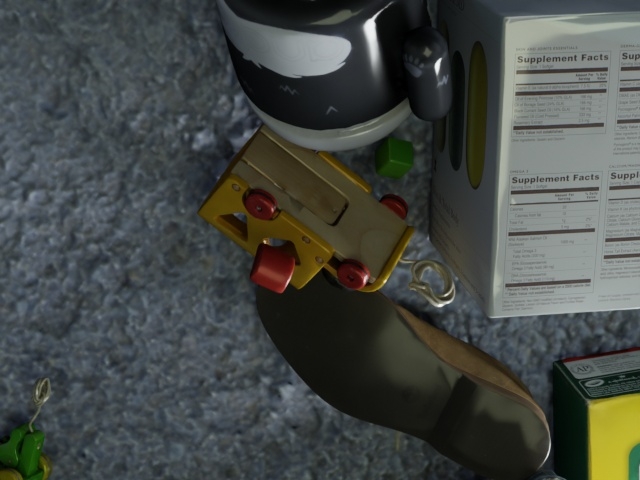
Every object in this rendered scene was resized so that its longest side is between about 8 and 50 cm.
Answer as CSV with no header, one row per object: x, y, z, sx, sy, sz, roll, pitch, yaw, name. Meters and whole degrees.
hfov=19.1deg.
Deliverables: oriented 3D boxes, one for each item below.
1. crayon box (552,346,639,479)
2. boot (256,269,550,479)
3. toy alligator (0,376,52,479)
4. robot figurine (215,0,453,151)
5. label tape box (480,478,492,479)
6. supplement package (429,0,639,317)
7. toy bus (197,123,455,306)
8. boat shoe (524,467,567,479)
0.416,0.251,1.894,0.362,0.106,0.313,-8,113,-12,crayon box
0.075,0.111,1.771,0.305,0.115,0.112,33,108,-4,boot
-0.280,0.204,1.739,0.051,0.056,0.190,17,110,23,toy alligator
0.005,-0.193,1.549,0.173,0.209,0.278,-11,148,2,robot figurine
0.074,0.389,1.850,0.347,0.115,0.249,-13,112,-14,label tape box
0.216,-0.094,1.663,0.198,0.199,0.263,-3,111,-12,supplement package
-0.007,-0.011,1.671,0.191,0.202,0.104,-3,155,-31,toy bus
0.154,0.324,1.750,0.095,0.079,0.255,23,96,-20,boat shoe
